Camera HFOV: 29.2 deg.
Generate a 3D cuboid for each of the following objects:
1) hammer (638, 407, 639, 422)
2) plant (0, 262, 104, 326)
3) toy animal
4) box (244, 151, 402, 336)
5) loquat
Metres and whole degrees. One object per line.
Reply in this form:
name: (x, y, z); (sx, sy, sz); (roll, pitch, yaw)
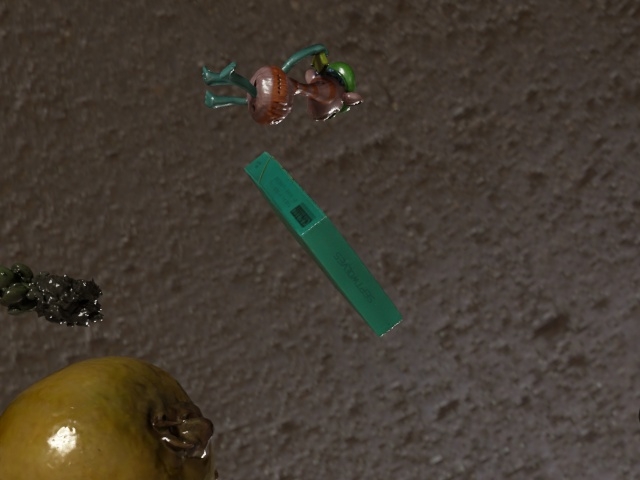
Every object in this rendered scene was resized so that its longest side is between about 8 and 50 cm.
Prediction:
hammer: (0.380, 0.202, 1.308); (0.021, 0.201, 0.078); (-13, 89, -5)
plant: (-0.373, 0.073, 1.645); (0.174, 0.087, 0.085); (16, 131, -6)
toy animal: (-0.041, -0.195, 1.507); (0.208, 0.100, 0.103); (-2, 119, -33)
box: (0.000, 0.000, 1.386); (0.042, 0.226, 0.161); (-37, 119, -2)
loquat: (-0.141, 0.145, 0.787); (0.163, 0.137, 0.163); (-20, 151, -11)
